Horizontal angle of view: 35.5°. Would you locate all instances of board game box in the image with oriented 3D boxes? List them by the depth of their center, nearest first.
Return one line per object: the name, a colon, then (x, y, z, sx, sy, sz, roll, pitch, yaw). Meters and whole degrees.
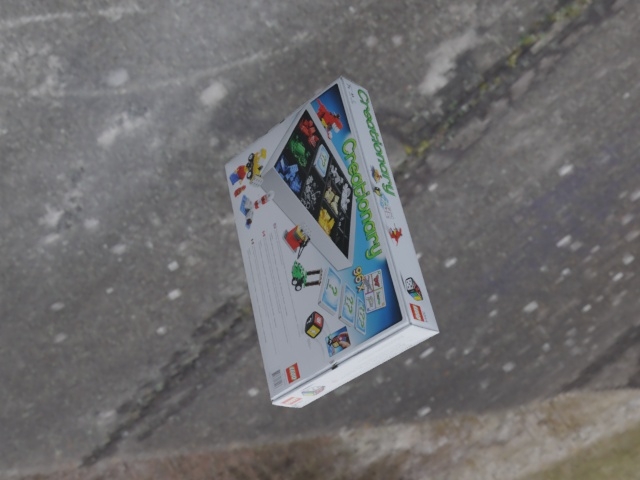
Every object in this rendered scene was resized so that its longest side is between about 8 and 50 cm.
board game box: (0.000, 0.000, 1.068, 0.193, 0.305, 0.053, -33, 146, 31)
